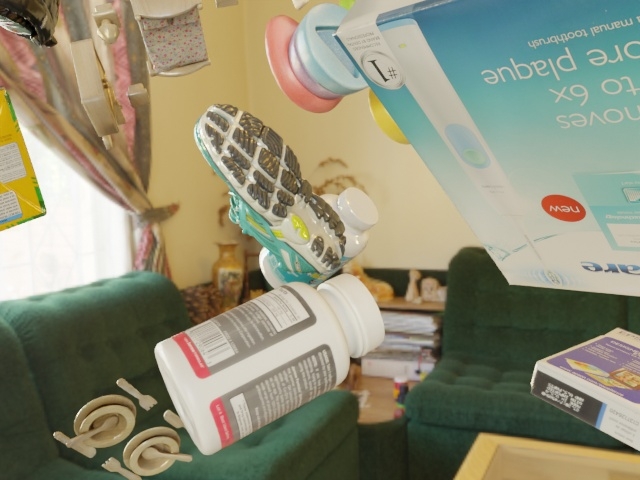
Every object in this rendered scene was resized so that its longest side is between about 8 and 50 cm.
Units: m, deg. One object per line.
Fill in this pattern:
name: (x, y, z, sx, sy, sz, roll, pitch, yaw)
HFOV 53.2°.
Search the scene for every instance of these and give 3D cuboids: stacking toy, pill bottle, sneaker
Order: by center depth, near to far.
sneaker: (-0.075, -0.046, 0.797, 0.110, 0.275, 0.107, -10, 43, 32)
stacking toy: (0.078, -0.314, 0.963, 0.309, 0.279, 0.130, 7, -21, -37)
pill bottle: (-0.068, 0.169, 0.963, 0.319, 0.176, 0.176, -24, 14, -22)
pill bottle: (0.000, 0.000, 1.347, 0.264, 0.146, 0.146, -41, -19, 34)

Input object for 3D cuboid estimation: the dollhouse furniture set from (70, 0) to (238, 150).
dollhouse furniture set: (-0.327, -0.354, 1.375, 0.356, 0.173, 0.303, -15, -25, -9)

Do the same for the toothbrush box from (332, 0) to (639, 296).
toothbrush box: (0.187, -0.090, 0.446, 0.216, 0.126, 0.295, 4, -34, 46)

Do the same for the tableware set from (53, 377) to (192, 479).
tableware set: (-0.276, 0.295, 0.934, 0.128, 0.194, 0.039, -40, 41, -4)

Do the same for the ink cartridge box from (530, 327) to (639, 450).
ink cartridge box: (0.530, 0.241, 0.969, 0.307, 0.072, 0.304, -4, 19, -44)

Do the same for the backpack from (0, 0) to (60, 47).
backpack: (-0.362, -0.303, 0.699, 0.115, 0.151, 0.182, 11, 9, 5)

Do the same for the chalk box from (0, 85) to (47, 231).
chalk box: (-0.388, -0.087, 0.623, 0.132, 0.132, 0.213, -28, 36, -35)
